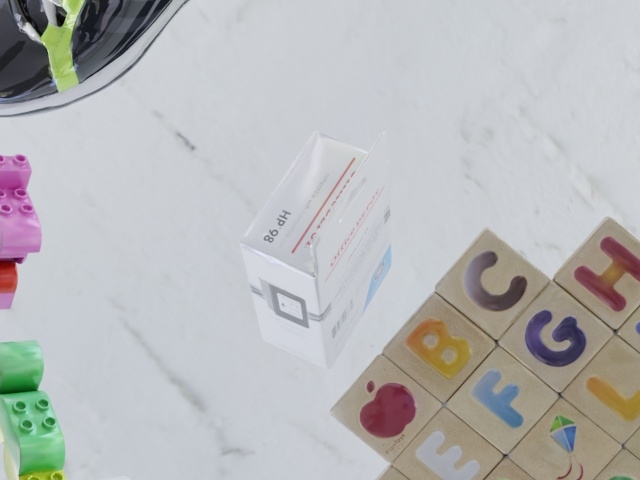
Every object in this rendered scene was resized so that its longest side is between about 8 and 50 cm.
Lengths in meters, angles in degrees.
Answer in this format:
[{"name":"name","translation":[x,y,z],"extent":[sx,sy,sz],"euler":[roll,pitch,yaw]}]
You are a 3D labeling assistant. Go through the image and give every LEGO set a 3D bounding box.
[{"name":"LEGO set","translation":[-0.130,0.046,0.455],"extent":[0.227,0.087,0.093],"euler":[59,-43,35]}]

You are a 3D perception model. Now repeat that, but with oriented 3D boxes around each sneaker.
[{"name":"sneaker","translation":[-0.087,-0.144,0.532],"extent":[0.234,0.097,0.084],"euler":[-34,-107,11]}]

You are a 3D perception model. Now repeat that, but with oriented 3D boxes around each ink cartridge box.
[{"name":"ink cartridge box","translation":[0.000,0.000,0.838],"extent":[0.060,0.180,0.104],"euler":[24,-117,18]}]

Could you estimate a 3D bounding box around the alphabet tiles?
[{"name":"alphabet tiles","translation":[0.190,0.162,0.840],"extent":[0.342,0.011,0.285],"euler":[39,-80,-5]}]
